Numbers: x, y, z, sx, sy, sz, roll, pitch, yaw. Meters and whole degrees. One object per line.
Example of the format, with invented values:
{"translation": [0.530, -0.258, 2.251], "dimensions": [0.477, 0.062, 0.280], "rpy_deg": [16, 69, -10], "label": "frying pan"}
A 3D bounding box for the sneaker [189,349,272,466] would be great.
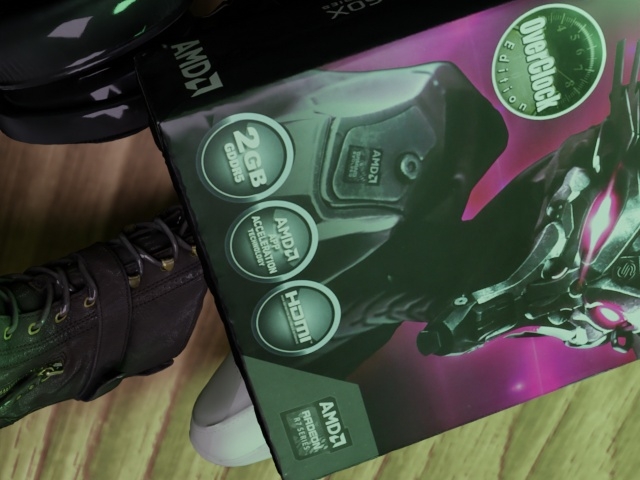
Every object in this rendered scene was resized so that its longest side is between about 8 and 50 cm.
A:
{"translation": [0.000, 0.000, 0.797], "dimensions": [0.152, 0.114, 0.305], "rpy_deg": [34, 104, -21], "label": "sneaker"}

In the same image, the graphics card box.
{"translation": [0.115, -0.041, 0.679], "dimensions": [0.371, 0.094, 0.232], "rpy_deg": [-18, 123, -5], "label": "graphics card box"}

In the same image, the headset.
{"translation": [-0.169, -0.154, 0.693], "dimensions": [0.394, 0.185, 0.243], "rpy_deg": [-43, 120, 3], "label": "headset"}

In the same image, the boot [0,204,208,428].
{"translation": [-0.159, 0.029, 0.742], "dimensions": [0.229, 0.091, 0.263], "rpy_deg": [-27, 154, -29], "label": "boot"}
